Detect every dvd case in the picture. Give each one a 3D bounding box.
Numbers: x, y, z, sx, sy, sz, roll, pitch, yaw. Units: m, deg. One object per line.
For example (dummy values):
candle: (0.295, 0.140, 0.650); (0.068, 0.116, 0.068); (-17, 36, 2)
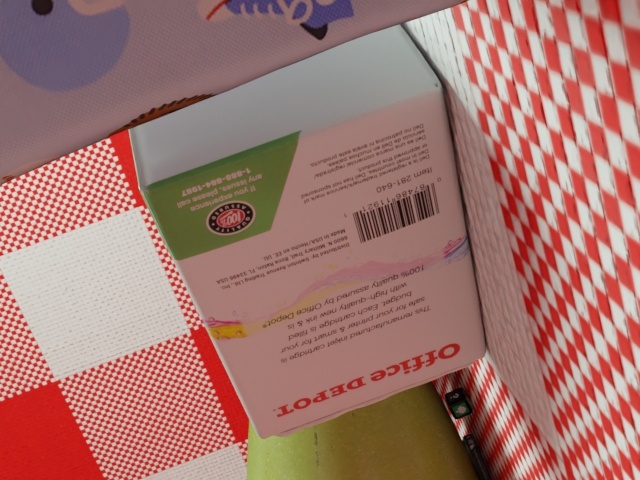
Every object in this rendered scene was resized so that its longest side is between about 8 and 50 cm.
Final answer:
dvd case: (0.182, 0.276, 1.023); (0.087, 0.013, 0.119); (78, 171, -68)

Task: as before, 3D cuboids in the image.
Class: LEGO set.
LEGO set: (0.102, 0.056, 0.957); (0.182, 0.060, 0.244); (51, -164, -59)

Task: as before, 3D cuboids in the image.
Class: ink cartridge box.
ink cartridge box: (0.000, 0.000, 0.705); (0.117, 0.201, 0.278); (-112, 3, -48)

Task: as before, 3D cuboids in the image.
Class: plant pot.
plant pot: (0.034, 0.224, 0.968); (0.275, 0.275, 0.293); (176, 82, -87)

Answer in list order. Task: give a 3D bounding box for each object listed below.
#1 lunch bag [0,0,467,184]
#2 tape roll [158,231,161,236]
lunch bag: (-0.138, -0.201, 0.453); (0.385, 0.328, 0.239); (53, 163, 49)
tape roll: (-0.087, -0.120, 1.007); (0.246, 0.169, 0.246); (180, 90, -74)
